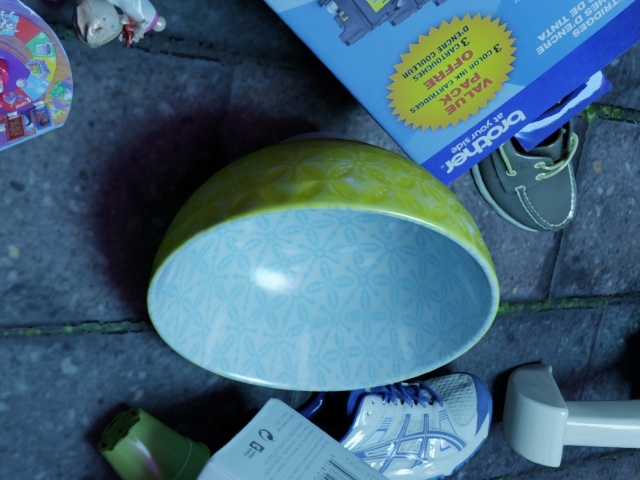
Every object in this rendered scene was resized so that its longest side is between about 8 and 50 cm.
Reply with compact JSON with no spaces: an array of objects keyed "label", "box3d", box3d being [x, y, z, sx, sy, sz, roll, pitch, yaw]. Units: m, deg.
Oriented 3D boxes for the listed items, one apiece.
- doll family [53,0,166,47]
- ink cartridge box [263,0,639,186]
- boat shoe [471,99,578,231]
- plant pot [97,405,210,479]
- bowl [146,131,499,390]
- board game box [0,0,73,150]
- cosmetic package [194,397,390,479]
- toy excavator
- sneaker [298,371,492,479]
[{"label":"doll family","box3d":[-0.212,-0.232,0.571,0.163,0.118,0.263,-62,147,-9]},{"label":"ink cartridge box","box3d":[0.111,-0.220,0.657,0.270,0.151,0.395,-38,141,13]},{"label":"boat shoe","box3d":[0.219,-0.115,0.911,0.109,0.091,0.305,-44,125,-15]},{"label":"plant pot","box3d":[-0.157,0.194,0.765,0.083,0.083,0.079,-46,114,-14]},{"label":"bowl","box3d":[0.000,0.000,0.735,0.289,0.290,0.156,33,42,-38]},{"label":"board game box","box3d":[-0.254,-0.096,0.570,0.169,0.033,0.133,-23,139,-3]},{"label":"cosmetic package","box3d":[-0.051,0.273,0.752,0.183,0.151,0.151,-58,170,18]},{"label":"toy excavator","box3d":[0.502,0.199,1.115,0.445,0.433,0.222,-25,123,-59]},{"label":"sneaker","box3d":[0.067,0.193,0.897,0.297,0.112,0.130,-21,116,-29]}]
